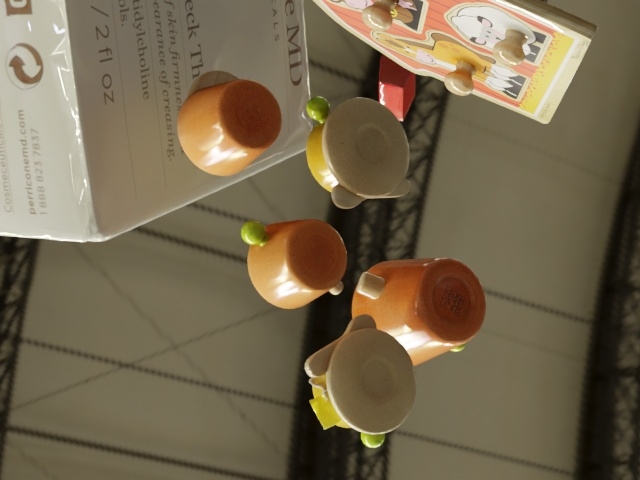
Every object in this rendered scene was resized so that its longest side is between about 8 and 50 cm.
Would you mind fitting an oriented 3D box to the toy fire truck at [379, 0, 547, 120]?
[{"bbox_3d":[0.140,-0.190,1.426,0.135,0.047,0.192,12,-129,14],"label":"toy fire truck"}]

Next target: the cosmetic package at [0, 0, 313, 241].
[{"bbox_3d":[-0.245,-0.208,1.381,0.393,0.327,0.329,-30,-61,-59],"label":"cosmetic package"}]

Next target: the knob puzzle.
[{"bbox_3d":[0.061,-0.129,0.896,0.213,0.213,0.030,29,-101,-24],"label":"knob puzzle"}]

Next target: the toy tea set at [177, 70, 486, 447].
[{"bbox_3d":[0.000,0.000,1.235,0.200,0.124,0.336,-30,-84,-34],"label":"toy tea set"}]
